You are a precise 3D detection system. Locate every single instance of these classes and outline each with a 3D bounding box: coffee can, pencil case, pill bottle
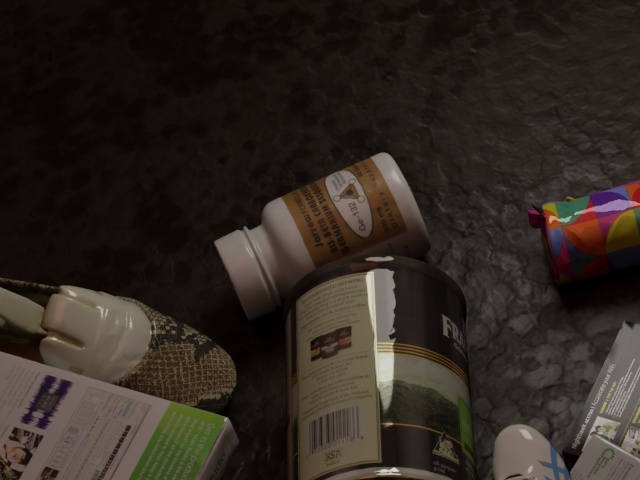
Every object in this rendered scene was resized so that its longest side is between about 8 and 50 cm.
[{"bbox_3d":[0.061,0.184,1.999,0.201,0.201,0.275,-9,51,9],"label":"coffee can"},{"bbox_3d":[0.357,-0.024,2.148,0.236,0.104,0.104,-13,50,5],"label":"pencil case"},{"bbox_3d":[0.000,0.000,2.208,0.229,0.131,0.131,-24,50,-3],"label":"pill bottle"}]

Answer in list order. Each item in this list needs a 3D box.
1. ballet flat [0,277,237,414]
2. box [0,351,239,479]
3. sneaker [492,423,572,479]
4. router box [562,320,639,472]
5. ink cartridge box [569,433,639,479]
[{"bbox_3d":[-0.337,0.107,2.187,0.482,0.182,0.164,10,59,23],"label":"ballet flat"},{"bbox_3d":[-0.276,0.254,2.010,0.322,0.058,0.232,14,59,25],"label":"box"},{"bbox_3d":[0.204,0.284,1.866,0.085,0.086,0.237,-18,56,23],"label":"sneaker"},{"bbox_3d":[0.352,0.181,2.017,0.133,0.046,0.179,16,59,26],"label":"router box"},{"bbox_3d":[0.303,0.335,1.866,0.224,0.045,0.223,30,82,37],"label":"ink cartridge box"}]
